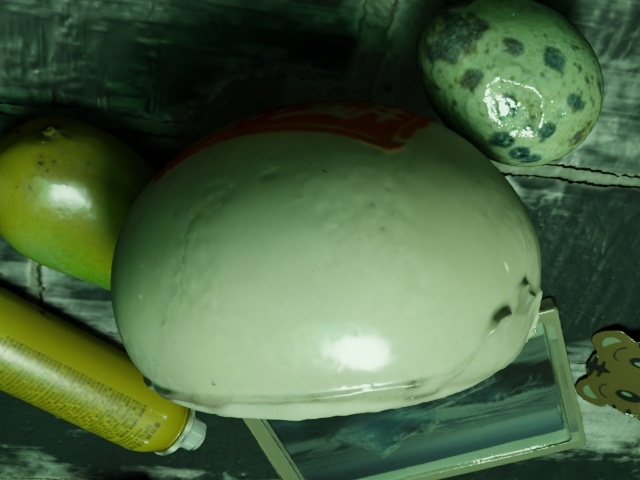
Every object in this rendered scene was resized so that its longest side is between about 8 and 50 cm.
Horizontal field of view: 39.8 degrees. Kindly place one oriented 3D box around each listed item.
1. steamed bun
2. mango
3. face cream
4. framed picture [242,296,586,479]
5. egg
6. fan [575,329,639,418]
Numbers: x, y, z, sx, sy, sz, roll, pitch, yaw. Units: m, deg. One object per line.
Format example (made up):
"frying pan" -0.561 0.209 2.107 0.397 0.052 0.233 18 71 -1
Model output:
"steamed bun" 0.000 0.000 0.778 0.375 0.374 0.241 -8 97 2
"mango" -0.220 -0.021 0.884 0.156 0.114 0.251 -38 126 13
"face cream" -0.280 0.171 1.067 0.105 0.105 0.349 -36 126 25
"framed picture" 0.130 0.244 1.232 0.446 0.028 0.326 -17 132 10
"egg" 0.168 -0.145 0.790 0.182 0.141 0.141 30 124 -18
"fan" 0.459 0.197 1.167 0.227 0.008 0.152 18 133 14
